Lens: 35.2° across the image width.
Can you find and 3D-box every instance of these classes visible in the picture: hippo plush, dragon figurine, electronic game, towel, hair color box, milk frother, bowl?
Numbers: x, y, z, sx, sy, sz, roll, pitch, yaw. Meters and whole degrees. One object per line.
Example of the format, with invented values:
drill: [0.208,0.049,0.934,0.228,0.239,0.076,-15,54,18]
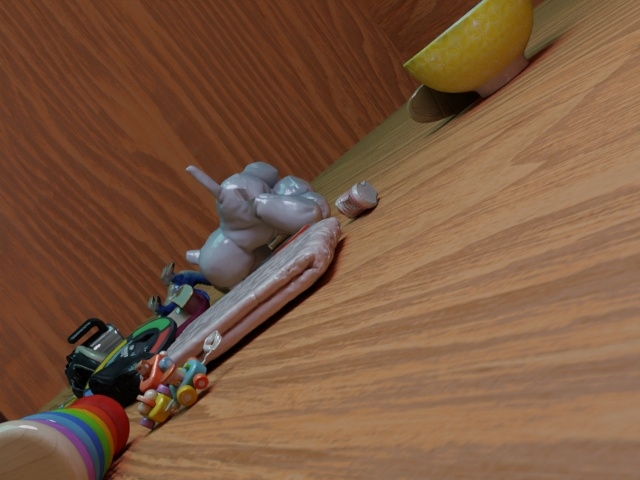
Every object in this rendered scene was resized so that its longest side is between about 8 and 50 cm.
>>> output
hippo plush: [-0.128,-0.004,1.983,0.294,0.234,0.237,-17,-48,-63]
dragon figurine: [-0.298,0.142,2.224,0.085,0.144,0.289,-28,37,60]
electronic game: [-0.368,0.232,1.949,0.229,0.048,0.229,-35,19,14]
towel: [-0.102,0.092,1.511,0.317,0.053,0.332,-39,5,10]
hair color box: [-0.066,0.034,1.799,0.072,0.043,0.141,-35,6,43]
milk frother: [-0.544,0.276,2.502,0.143,0.129,0.134,26,56,36]
bowl: [0.324,-0.380,2.013,0.289,0.156,0.289,-39,6,5]

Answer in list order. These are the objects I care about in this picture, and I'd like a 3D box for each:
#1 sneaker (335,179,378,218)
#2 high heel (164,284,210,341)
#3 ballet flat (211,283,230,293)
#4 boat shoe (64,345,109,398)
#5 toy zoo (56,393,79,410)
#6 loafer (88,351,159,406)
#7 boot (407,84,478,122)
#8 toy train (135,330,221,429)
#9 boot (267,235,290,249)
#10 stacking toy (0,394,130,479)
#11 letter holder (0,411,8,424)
sneaker: [0.059,-0.063,1.742,0.070,0.051,0.134,-39,2,13]
high heel: [-0.324,0.207,2.107,0.244,0.082,0.117,-56,-30,-13]
ballet flat: [-0.188,0.074,2.193,0.086,0.086,0.248,-36,4,25]
boat shoe: [-0.500,0.298,2.210,0.340,0.127,0.113,-8,60,66]
toy zoo: [-0.526,0.336,2.464,0.293,0.030,0.192,-39,5,-2]
loafer: [-0.333,0.240,1.745,0.078,0.076,0.223,-36,7,-38]
boot: [0.283,-0.334,2.237,0.262,0.095,0.203,-38,6,-10]
toy train: [-0.198,0.170,1.292,0.166,0.046,0.125,-32,36,40]
boot: [-0.098,-0.032,2.400,0.165,0.077,0.213,-40,0,-17]
stacking toy: [-0.302,0.252,1.186,0.141,0.141,0.330,-39,0,2]
letter holder: [-0.747,0.394,1.998,0.152,0.302,0.214,-38,5,16]
